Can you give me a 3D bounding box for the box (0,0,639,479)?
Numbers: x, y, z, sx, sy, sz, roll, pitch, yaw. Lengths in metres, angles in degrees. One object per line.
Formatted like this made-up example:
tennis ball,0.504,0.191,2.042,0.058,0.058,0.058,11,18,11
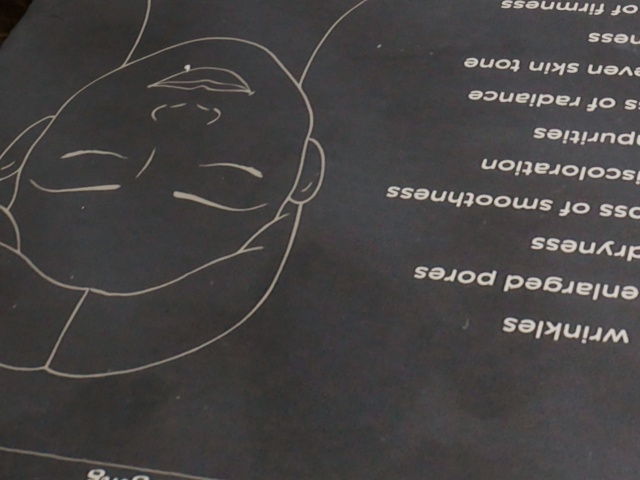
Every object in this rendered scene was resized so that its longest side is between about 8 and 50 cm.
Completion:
box,0.004,0.087,0.922,0.480,0.297,0.471,6,42,17
